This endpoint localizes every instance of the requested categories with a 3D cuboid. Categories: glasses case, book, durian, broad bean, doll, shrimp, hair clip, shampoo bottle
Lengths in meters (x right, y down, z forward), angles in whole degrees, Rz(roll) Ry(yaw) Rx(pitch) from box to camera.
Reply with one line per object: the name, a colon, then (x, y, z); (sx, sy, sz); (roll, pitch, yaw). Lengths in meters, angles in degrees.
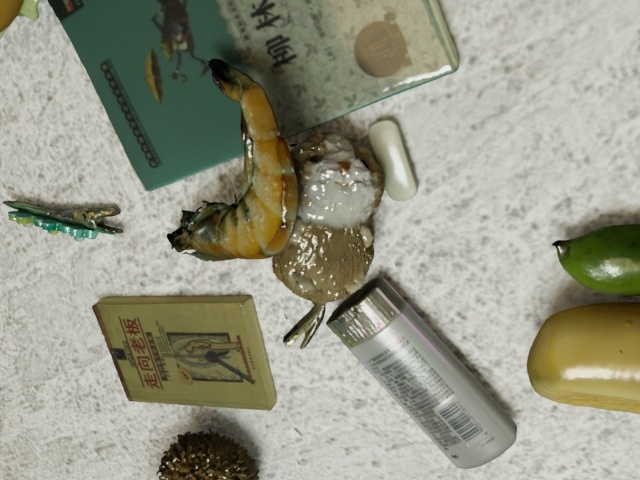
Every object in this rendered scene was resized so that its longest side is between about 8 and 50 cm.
glasses case: (0.072, -0.079, 0.596); (0.032, 0.021, 0.083); (-14, 107, 26)
book: (-0.087, -0.219, 0.589); (0.379, 0.031, 0.264); (-17, 105, 27)
durian: (-0.171, 0.334, 0.770); (0.167, 0.196, 0.196); (13, 117, 8)
broad bean: (0.362, 0.014, 0.501); (0.318, 0.056, 0.098); (6, 96, 19)
doll: (0.005, 0.002, 0.606); (0.105, 0.115, 0.221); (-5, 108, -21)
book: (-0.179, 0.146, 0.790); (0.231, 0.026, 0.161); (-3, 111, 23)
shrimp: (-0.105, -0.073, 0.612); (0.262, 0.051, 0.198); (-12, 86, 54)
hair clip: (-0.331, -0.026, 0.761); (0.173, 0.049, 0.049); (8, 115, 16)
shampoo bottle: (0.110, 0.147, 0.662); (0.227, 0.056, 0.086); (47, 119, -4)

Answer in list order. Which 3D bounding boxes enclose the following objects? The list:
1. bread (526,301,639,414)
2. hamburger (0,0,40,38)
bread: (0.300, 0.108, 0.536); (0.217, 0.098, 0.147); (7, 157, 19)
hamburger: (-0.369, -0.281, 0.505); (0.275, 0.212, 0.274); (-3, 153, -2)
